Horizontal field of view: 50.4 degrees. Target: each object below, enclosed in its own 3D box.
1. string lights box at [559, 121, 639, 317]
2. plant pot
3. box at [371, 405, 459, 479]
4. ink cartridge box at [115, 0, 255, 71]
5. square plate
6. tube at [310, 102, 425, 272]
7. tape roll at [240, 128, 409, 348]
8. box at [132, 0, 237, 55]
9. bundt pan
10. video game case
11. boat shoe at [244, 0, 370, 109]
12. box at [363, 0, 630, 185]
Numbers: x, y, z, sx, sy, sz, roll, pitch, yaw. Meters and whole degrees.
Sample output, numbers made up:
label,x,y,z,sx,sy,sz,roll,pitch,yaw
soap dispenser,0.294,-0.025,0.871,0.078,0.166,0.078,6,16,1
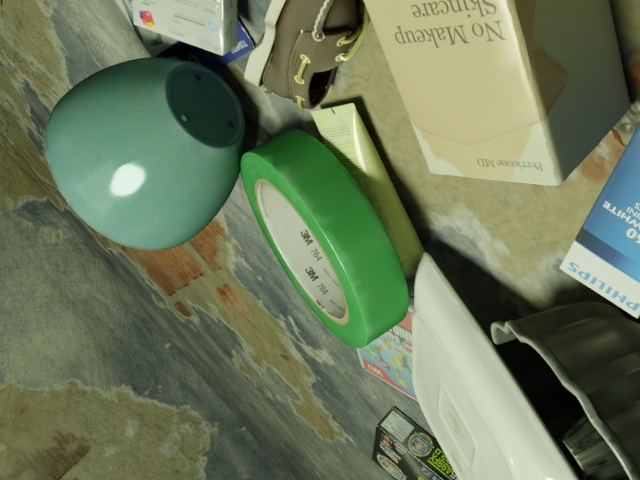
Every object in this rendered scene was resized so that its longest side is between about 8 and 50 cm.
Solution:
label,x,y,z,sx,sy,sz,roll,pitch,yaw
string lights box,0.268,-0.070,0.478,0.076,0.133,0.260,36,153,22
plant pot,-0.224,-0.154,1.005,0.195,0.290,0.290,-28,105,40
box,0.232,0.490,1.422,0.270,0.060,0.216,36,152,23
ink cartridge box,-0.213,-0.333,0.957,0.224,0.045,0.223,56,153,-18
square plate,0.202,0.244,0.907,0.344,0.049,0.347,82,165,-50
tube,0.067,-0.069,0.893,0.070,0.062,0.240,-22,111,19
tape roll,0.000,0.000,0.978,0.321,0.077,0.321,51,163,22
box,-0.168,-0.333,0.819,0.145,0.038,0.186,23,134,18
bundt pan,0.316,0.205,0.715,0.331,0.124,0.331,63,178,4
video game case,0.126,0.175,1.178,0.204,0.025,0.285,25,147,38
boat shoe,-0.002,-0.222,0.690,0.096,0.117,0.324,32,164,-7
box,0.122,-0.206,0.527,0.148,0.121,0.311,12,137,50
